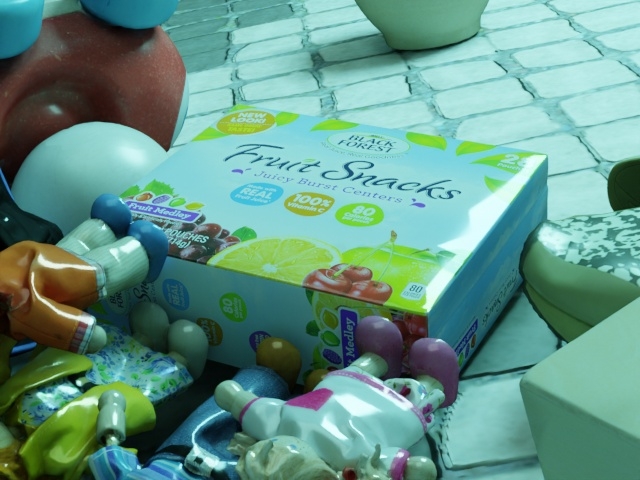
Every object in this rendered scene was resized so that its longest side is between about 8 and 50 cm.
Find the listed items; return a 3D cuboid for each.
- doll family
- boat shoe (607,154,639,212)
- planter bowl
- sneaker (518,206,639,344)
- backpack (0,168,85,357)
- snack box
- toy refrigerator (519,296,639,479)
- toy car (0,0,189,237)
[{"bbox_3d":[-0.072,0.087,0.561,0.263,0.118,0.163,21,29,24],"label":"doll family"},{"bbox_3d":[0.240,-0.024,0.715,0.153,0.056,0.048,5,18,31],"label":"boat shoe"},{"bbox_3d":[0.103,-0.253,1.253,0.162,0.109,0.162,-9,22,4],"label":"planter bowl"},{"bbox_3d":[0.283,-0.027,0.528,0.410,0.182,0.158,-2,25,24],"label":"sneaker"},{"bbox_3d":[-0.285,-0.042,0.667,0.213,0.263,0.276,-16,-9,18],"label":"backpack"},{"bbox_3d":[0.000,0.000,0.700,0.207,0.070,0.174,13,35,25],"label":"snack box"},{"bbox_3d":[0.193,0.099,0.394,0.102,0.094,0.269,-30,27,-22],"label":"toy refrigerator"},{"bbox_3d":[-0.142,-0.045,0.836,0.210,0.219,0.238,-20,56,-38],"label":"toy car"}]
